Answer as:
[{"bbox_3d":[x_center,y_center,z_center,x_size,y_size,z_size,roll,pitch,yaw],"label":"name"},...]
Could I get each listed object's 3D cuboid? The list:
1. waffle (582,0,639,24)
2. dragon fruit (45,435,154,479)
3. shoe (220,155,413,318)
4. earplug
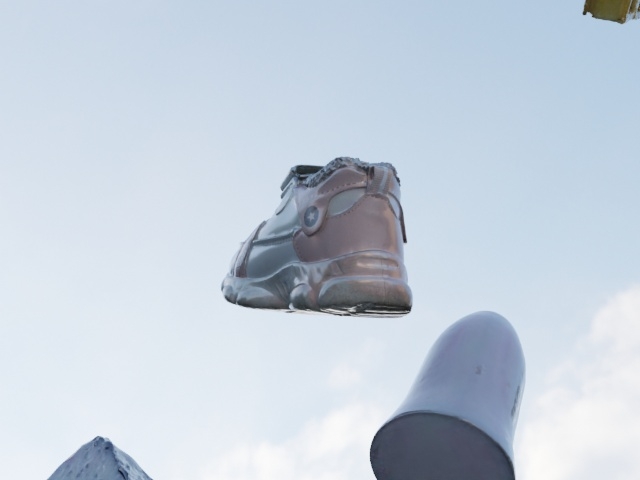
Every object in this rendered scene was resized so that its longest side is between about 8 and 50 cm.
[{"bbox_3d":[0.411,-0.388,1.170,0.055,0.248,0.221,22,-65,28],"label":"waffle"},{"bbox_3d":[-0.230,0.392,1.062,0.221,0.283,0.204,-41,-60,-14],"label":"dragon fruit"},{"bbox_3d":[0.002,0.000,1.237,0.172,0.198,0.351,9,-6,-33],"label":"shoe"},{"bbox_3d":[0.186,0.193,1.200,0.172,0.301,0.172,10,-58,16],"label":"earplug"}]
